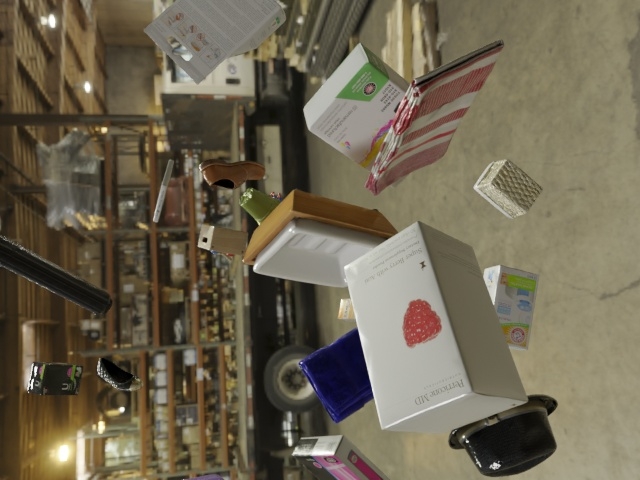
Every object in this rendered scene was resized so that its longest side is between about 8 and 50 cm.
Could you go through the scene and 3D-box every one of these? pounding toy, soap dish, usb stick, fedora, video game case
[{"bbox_3d":[-0.294,0.012,1.786,0.141,0.130,0.100,10,89,59],"label":"pounding toy"},{"bbox_3d":[0.000,0.000,1.354,0.229,0.291,0.118,-42,45,44],"label":"soap dish"},{"bbox_3d":[-0.509,0.055,1.074,0.045,0.278,0.077,-59,29,-7],"label":"usb stick"},{"bbox_3d":[0.540,0.572,1.680,0.334,0.334,0.152,101,157,-50],"label":"fedora"},{"bbox_3d":[-0.497,-0.158,1.874,0.157,0.019,0.143,-96,25,-53],"label":"video game case"}]

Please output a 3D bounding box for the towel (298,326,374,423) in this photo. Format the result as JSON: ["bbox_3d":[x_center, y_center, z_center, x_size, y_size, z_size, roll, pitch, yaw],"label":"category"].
[{"bbox_3d":[0.113,0.401,1.873,0.227,0.308,0.076,55,158,20],"label":"towel"}]

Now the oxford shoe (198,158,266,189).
[{"bbox_3d":[-0.229,-0.171,1.600,0.076,0.212,0.076,-38,69,40],"label":"oxford shoe"}]

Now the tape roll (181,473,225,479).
[{"bbox_3d":[-0.264,0.626,1.316,0.189,0.080,0.189,-11,76,49],"label":"tape roll"}]

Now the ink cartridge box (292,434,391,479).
[{"bbox_3d":[0.110,0.635,1.517,0.176,0.371,0.069,-25,26,47],"label":"ink cartridge box"}]

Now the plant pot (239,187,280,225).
[{"bbox_3d":[-0.156,-0.090,1.469,0.083,0.079,0.083,-32,39,30],"label":"plant pot"}]

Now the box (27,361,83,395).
[{"bbox_3d":[-0.533,0.278,1.191,0.083,0.052,0.062,21,-108,-54],"label":"box"}]

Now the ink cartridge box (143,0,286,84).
[{"bbox_3d":[-0.210,-0.430,1.180,0.181,0.225,0.056,46,180,15],"label":"ink cartridge box"}]

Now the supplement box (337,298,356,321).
[{"bbox_3d":[0.100,0.201,1.711,0.098,0.036,0.062,-10,62,48],"label":"supplement box"}]

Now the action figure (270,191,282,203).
[{"bbox_3d":[-0.129,-0.105,1.815,0.030,0.038,0.115,-59,30,29],"label":"action figure"}]

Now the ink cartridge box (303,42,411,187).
[{"bbox_3d":[0.133,-0.279,1.364,0.201,0.278,0.117,-45,33,24],"label":"ink cartridge box"}]

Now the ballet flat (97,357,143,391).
[{"bbox_3d":[-0.562,0.376,1.646,0.057,0.173,0.049,-34,-48,-51],"label":"ballet flat"}]

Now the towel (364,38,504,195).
[{"bbox_3d":[0.223,-0.233,1.181,0.037,0.237,0.329,51,154,17],"label":"towel"}]

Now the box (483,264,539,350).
[{"bbox_3d":[0.488,0.179,1.559,0.103,0.114,0.203,131,152,-79],"label":"box"}]

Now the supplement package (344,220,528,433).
[{"bbox_3d":[0.184,0.150,0.987,0.177,0.175,0.293,-34,53,32],"label":"supplement package"}]

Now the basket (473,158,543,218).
[{"bbox_3d":[0.586,-0.162,1.839,0.113,0.167,0.103,-53,6,-9],"label":"basket"}]
